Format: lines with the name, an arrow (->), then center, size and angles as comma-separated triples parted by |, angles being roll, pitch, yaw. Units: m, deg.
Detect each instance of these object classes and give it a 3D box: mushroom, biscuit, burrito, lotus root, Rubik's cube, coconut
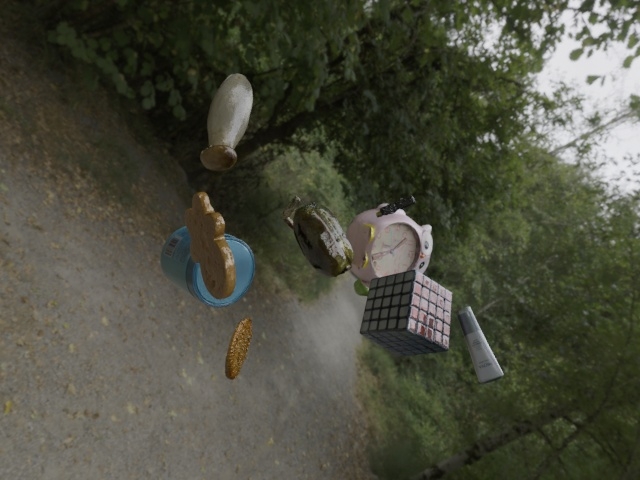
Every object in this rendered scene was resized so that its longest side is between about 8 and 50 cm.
mushroom -> -0.279, -0.359, 1.411 | 0.128, 0.128, 0.350 | 52, 37, -51
biscuit -> -0.319, 0.426, 1.852 | 0.254, 0.035, 0.254 | 13, 90, -83
burrito -> -0.110, -0.138, 1.876 | 0.041, 0.149, 0.055 | 51, 49, 3
lotus root -> 0.000, 0.000, 1.599 | 0.160, 0.152, 0.275 | -36, -99, 53
Rubik's cube -> 0.316, 0.271, 1.716 | 0.237, 0.237, 0.238 | 33, 56, -30
coconut -> 0.204, 0.225, 2.223 | 0.088, 0.087, 0.096 | -33, 100, -84
biscuit -> -0.360, 0.022, 1.546 | 0.052, 0.275, 0.355 | -12, 67, -36

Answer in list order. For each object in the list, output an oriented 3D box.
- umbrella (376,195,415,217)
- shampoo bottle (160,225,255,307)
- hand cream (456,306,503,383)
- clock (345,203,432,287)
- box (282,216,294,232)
umbrella -> 0.261, -0.118, 1.636 | 0.040, 0.143, 0.037 | -94, 158, -56
shampoo bottle -> -0.542, 0.109, 2.223 | 0.342, 0.331, 0.331 | 17, -28, 45
hand cream -> 0.524, 0.346, 1.565 | 0.048, 0.079, 0.255 | 33, 35, -49
clock -> 0.294, 0.029, 2.032 | 0.376, 0.369, 0.250 | 8, 8, -29
box -> -0.116, -0.060, 1.877 | 0.083, 0.012, 0.046 | 49, -22, -24
